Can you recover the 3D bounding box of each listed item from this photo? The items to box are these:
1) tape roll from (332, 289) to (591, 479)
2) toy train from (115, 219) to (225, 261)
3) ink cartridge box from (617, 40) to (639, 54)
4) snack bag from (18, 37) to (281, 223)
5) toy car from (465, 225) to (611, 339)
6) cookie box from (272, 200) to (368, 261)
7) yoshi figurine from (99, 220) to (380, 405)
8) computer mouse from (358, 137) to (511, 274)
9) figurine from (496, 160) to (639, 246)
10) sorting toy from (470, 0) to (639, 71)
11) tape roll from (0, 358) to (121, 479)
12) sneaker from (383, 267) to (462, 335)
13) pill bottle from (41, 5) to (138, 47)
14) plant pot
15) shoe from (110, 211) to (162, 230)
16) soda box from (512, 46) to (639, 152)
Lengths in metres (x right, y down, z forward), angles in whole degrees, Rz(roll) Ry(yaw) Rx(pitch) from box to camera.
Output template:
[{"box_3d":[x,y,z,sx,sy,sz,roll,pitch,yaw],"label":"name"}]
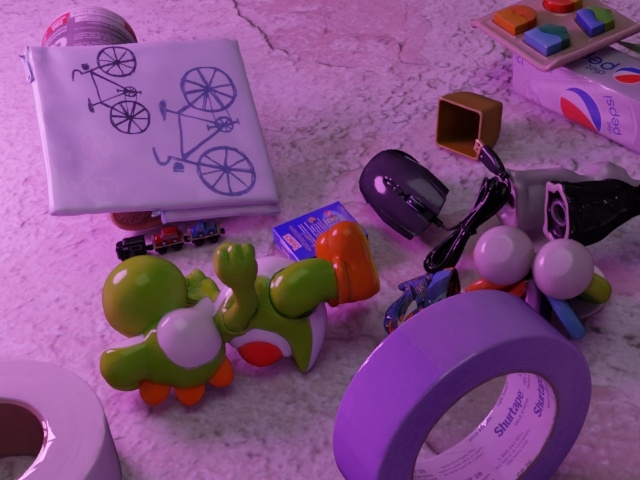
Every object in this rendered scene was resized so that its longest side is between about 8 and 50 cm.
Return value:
[{"box_3d":[0.152,0.190,1.397,0.275,0.275,0.090,-24,41,-18],"label":"tape roll"},{"box_3d":[-0.215,-0.003,1.882,0.158,0.036,0.027,-12,39,-5],"label":"toy train"},{"box_3d":[0.575,-0.279,1.994,0.171,0.056,0.235,4,26,-29],"label":"ink cartridge box"},{"box_3d":[-0.250,-0.161,1.924,0.342,0.037,0.323,-5,58,-18],"label":"snack bag"},{"box_3d":[0.267,0.068,1.649,0.182,0.159,0.136,14,79,24],"label":"toy car"},{"box_3d":[0.000,0.000,1.838,0.107,0.040,0.092,-22,41,-16],"label":"cookie box"},{"box_3d":[-0.123,0.060,1.671,0.362,0.203,0.203,-22,38,-10],"label":"yoshi figurine"},{"box_3d":[0.147,-0.085,1.828,0.184,0.060,0.262,-49,42,11],"label":"computer mouse"},{"box_3d":[0.370,-0.058,1.772,0.209,0.092,0.215,-10,13,-19],"label":"figurine"},{"box_3d":[0.365,-0.339,2.042,0.193,0.038,0.208,-25,39,-20],"label":"sorting toy"},{"box_3d":[-0.379,0.269,1.532,0.286,0.100,0.286,-5,40,4],"label":"tape roll"},{"box_3d":[0.118,0.121,1.655,0.087,0.083,0.221,-5,32,25],"label":"sneaker"},{"box_3d":[-0.364,-0.238,2.095,0.161,0.161,0.283,-10,39,-3],"label":"pill bottle"},{"box_3d":[0.231,-0.181,1.991,0.081,0.081,0.083,24,37,33],"label":"plant pot"},{"box_3d":[-0.208,-0.069,1.955,0.219,0.058,0.076,-27,74,-16],"label":"shoe"},{"box_3d":[0.426,-0.231,2.004,0.098,0.091,0.286,-31,45,-28],"label":"soda box"}]
